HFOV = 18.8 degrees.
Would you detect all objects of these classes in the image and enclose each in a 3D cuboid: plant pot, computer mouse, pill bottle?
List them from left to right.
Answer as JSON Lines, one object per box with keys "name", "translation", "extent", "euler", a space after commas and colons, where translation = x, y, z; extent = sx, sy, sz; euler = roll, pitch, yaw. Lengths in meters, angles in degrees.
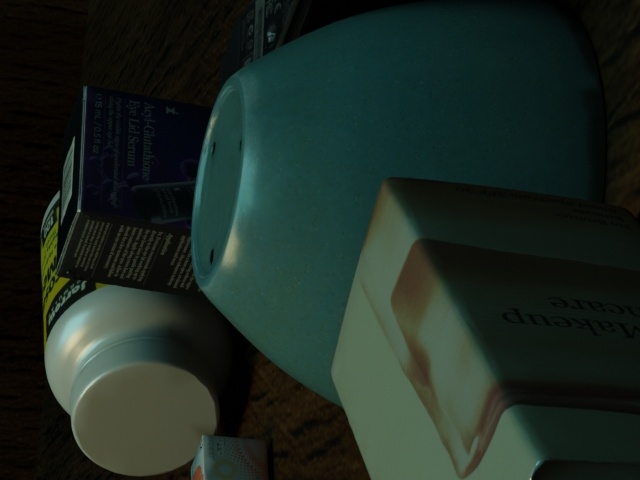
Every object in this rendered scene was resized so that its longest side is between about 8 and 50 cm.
{"name": "pill bottle", "translation": [-0.188, 0.078, 1.963], "extent": [0.334, 0.188, 0.188], "euler": [-105, 27, -55]}
{"name": "computer mouse", "translation": [-0.001, -0.170, 1.665], "extent": [0.272, 0.072, 0.188], "euler": [-25, 59, 59]}
{"name": "plant pot", "translation": [0.028, -0.022, 1.212], "extent": [0.290, 0.195, 0.290], "euler": [-172, 90, -75]}

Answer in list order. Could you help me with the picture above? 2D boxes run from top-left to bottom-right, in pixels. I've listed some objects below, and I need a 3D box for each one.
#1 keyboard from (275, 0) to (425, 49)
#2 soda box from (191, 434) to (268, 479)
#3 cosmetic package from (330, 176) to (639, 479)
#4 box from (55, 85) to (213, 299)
{"name": "keyboard", "translation": [0.055, -0.179, 1.272], "extent": [0.033, 0.201, 0.317], "euler": [57, 157, 14]}
{"name": "soda box", "translation": [-0.078, 0.261, 1.693], "extent": [0.058, 0.063, 0.183], "euler": [111, 160, -47]}
{"name": "cosmetic package", "translation": [0.113, 0.088, 0.926], "extent": [0.296, 0.153, 0.129], "euler": [-115, 36, -62]}
{"name": "box", "translation": [-0.134, -0.039, 1.794], "extent": [0.108, 0.207, 0.153], "euler": [117, 155, -49]}
